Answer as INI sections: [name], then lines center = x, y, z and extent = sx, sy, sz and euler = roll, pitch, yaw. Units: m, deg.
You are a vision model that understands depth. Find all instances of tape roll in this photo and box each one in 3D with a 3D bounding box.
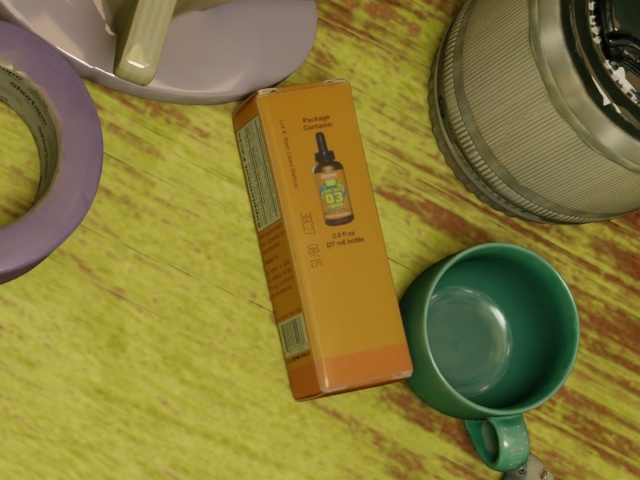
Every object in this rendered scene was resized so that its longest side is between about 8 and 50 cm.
[tape roll]
center = -0.256, -0.061, 1.392
extent = 0.189, 0.080, 0.189
euler = 3, 79, -17

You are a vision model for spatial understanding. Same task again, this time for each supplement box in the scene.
[supplement box]
center = 0.000, 0.000, 1.467
extent = 0.078, 0.080, 0.233
euler = -9, 85, -20

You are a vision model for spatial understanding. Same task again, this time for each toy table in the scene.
[toy table]
center = -0.114, -0.214, 1.423
extent = 0.274, 0.161, 0.252
euler = 7, 76, -17

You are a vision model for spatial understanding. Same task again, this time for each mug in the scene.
[mug]
center = 0.116, 0.085, 1.478
extent = 0.129, 0.097, 0.158
euler = 28, 73, -12

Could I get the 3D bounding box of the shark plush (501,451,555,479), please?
[shark plush]
center = 0.125, 0.239, 1.493
extent = 0.161, 0.073, 0.067
euler = -45, 75, 0

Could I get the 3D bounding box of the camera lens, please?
[camera lens]
center = 0.220, -0.133, 1.458
extent = 0.219, 0.274, 0.219
euler = 4, 79, -18
